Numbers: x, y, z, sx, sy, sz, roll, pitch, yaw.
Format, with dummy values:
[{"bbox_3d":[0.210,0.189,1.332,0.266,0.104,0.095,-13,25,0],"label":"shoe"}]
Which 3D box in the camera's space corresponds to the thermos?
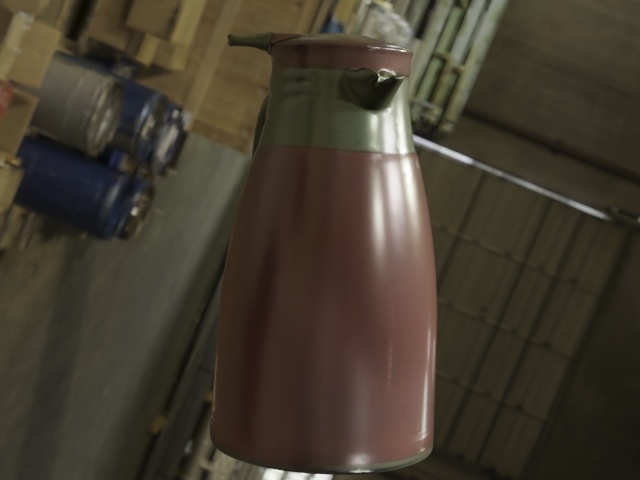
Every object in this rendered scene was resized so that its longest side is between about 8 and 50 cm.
[{"bbox_3d":[0.000,0.000,0.752,0.176,0.146,0.265,11,-80,60],"label":"thermos"}]
